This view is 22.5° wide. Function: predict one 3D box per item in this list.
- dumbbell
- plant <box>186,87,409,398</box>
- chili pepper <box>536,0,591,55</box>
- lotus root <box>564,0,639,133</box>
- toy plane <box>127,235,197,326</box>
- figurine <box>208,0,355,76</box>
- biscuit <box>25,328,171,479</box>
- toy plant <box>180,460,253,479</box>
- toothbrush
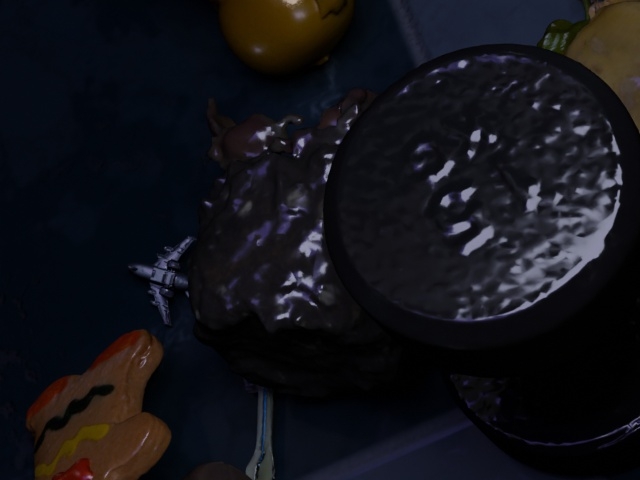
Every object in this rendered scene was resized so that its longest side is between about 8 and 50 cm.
[{"bbox_3d":[0.146,0.025,1.087,0.203,0.322,0.204,-8,66,19],"label":"dumbbell"},{"bbox_3d":[0.000,0.000,1.247,0.204,0.178,0.234,-8,54,32],"label":"plant"},{"bbox_3d":[0.192,-0.125,1.278,0.073,0.072,0.204,19,73,19],"label":"chili pepper"},{"bbox_3d":[0.323,-0.069,1.152,0.342,0.151,0.169,37,48,22],"label":"lotus root"},{"bbox_3d":[-0.132,0.031,1.369,0.083,0.031,0.078,15,88,24],"label":"toy plane"},{"bbox_3d":[-0.068,-0.259,1.375,0.228,0.215,0.215,27,77,-13],"label":"figurine"},{"bbox_3d":[-0.185,0.174,1.251,0.165,0.036,0.250,-36,31,22],"label":"biscuit"},{"bbox_3d":[-0.110,0.260,1.206,0.200,0.105,0.143,-58,36,27],"label":"toy plant"},{"bbox_3d":[-0.052,0.213,1.261,0.028,0.026,0.294,-16,61,36],"label":"toothbrush"}]
